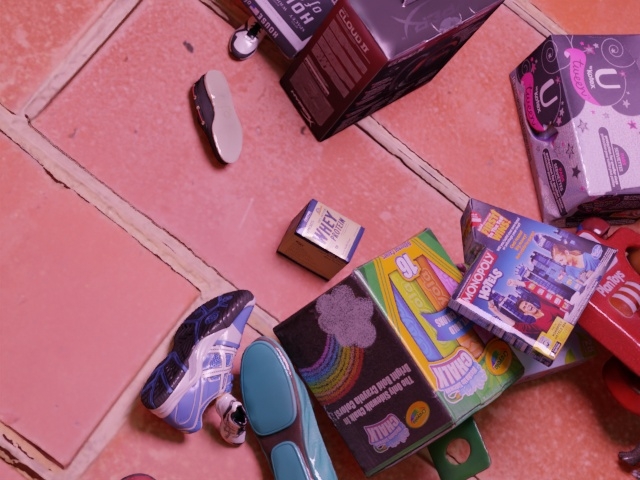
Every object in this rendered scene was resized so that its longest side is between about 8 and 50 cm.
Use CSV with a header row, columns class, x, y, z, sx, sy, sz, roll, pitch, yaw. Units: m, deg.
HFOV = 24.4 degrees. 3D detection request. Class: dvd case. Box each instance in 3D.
class,x,y,z,sx,sy,sz,roll,pitch,yaw
dvd case,-0.023,-0.368,2.077,0.179,0.029,0.238,50,47,2

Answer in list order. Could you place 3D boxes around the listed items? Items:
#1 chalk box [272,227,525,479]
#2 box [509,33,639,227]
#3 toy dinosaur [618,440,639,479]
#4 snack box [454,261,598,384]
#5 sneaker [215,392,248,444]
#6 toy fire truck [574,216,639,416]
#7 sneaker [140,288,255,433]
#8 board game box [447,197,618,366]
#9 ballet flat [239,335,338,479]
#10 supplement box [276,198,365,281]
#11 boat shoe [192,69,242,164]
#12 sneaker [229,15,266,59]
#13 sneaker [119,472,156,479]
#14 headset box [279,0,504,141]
class,x,y,z,sx,sy,sz,roll,pitch,yaw
chalk box,0.117,0.166,1.851,0.179,0.180,0.289,-28,83,-48
box,0.391,-0.158,2.121,0.163,0.142,0.247,-3,71,-22
toy dinosaur,0.490,0.267,1.963,0.121,0.313,0.160,36,100,7
snack box,0.251,0.107,2.010,0.207,0.070,0.175,-14,76,-27
sneaker,-0.105,0.226,1.827,0.037,0.083,0.032,23,53,38
toy fire truck,0.433,0.073,2.011,0.254,0.169,0.302,43,35,10
sneaker,-0.142,0.148,1.854,0.081,0.080,0.211,51,57,-25
board game box,0.240,0.043,1.842,0.194,0.060,0.194,31,57,10
ballet flat,-0.036,0.240,1.853,0.087,0.083,0.247,4,66,-63
supplement box,0.000,0.000,1.947,0.083,0.083,0.056,29,63,-8
boat shoe,-0.138,-0.160,1.982,0.049,0.042,0.133,0,69,-42
sneaker,-0.089,-0.296,2.049,0.040,0.044,0.109,36,64,-6
sneaker,-0.223,0.393,1.688,0.097,0.135,0.276,18,64,-11
headset box,0.099,-0.273,1.970,0.218,0.293,0.110,-31,83,-26
